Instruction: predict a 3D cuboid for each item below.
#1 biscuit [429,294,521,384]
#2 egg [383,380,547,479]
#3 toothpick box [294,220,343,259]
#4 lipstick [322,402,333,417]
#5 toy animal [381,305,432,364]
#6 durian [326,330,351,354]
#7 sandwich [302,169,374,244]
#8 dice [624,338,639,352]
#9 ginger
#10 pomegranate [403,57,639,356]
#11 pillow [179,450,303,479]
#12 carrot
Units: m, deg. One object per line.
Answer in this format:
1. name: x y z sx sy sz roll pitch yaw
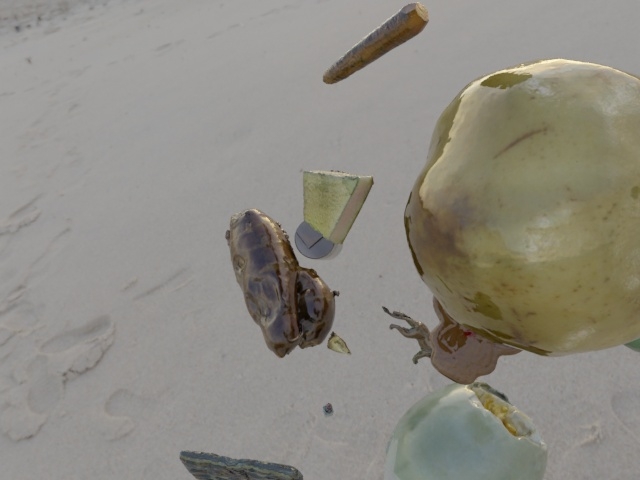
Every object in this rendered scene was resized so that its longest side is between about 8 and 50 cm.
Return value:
1. biscuit: 0.289 0.105 0.901 0.186 0.044 0.295 27 77 5
2. egg: 0.274 0.457 1.076 0.336 0.278 0.278 -50 30 11
3. toothpick box: 0.000 0.000 1.433 0.111 0.111 0.181 -12 -6 8
4. lipstick: 0.021 0.447 1.406 0.025 0.107 0.025 -15 64 -10
5. toy animal: 0.223 0.225 1.210 0.220 0.086 0.069 39 51 7
6. durian: 0.059 0.322 1.666 0.066 0.130 0.052 -6 49 23
7. sandwich: 0.034 -0.067 1.138 0.058 0.162 0.193 -9 14 -35
8. dice: 0.748 0.041 1.203 0.322 0.318 0.330 48 31 23
9. ginger: -0.099 0.097 1.362 0.254 0.176 0.418 2 50 -47
10. pomegranate: 0.262 -0.036 0.589 0.333 0.332 0.332 -12 31 8
11. pillow: -0.162 0.488 1.116 0.256 0.189 0.034 4 57 4
12. carrot: 0.112 -0.431 1.205 0.314 0.066 0.066 -23 19 46
